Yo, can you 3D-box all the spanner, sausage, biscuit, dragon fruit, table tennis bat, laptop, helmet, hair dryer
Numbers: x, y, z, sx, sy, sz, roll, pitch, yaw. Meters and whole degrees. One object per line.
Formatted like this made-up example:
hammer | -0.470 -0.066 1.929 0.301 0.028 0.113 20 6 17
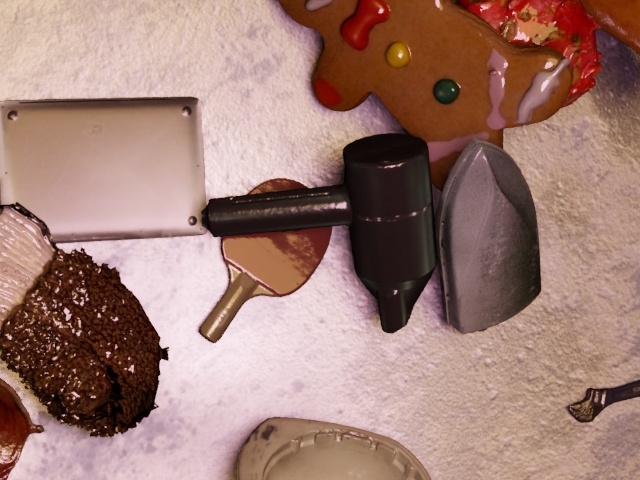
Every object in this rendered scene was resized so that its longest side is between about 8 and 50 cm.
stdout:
spanner | 0.448 0.218 1.982 0.208 0.012 0.046 -13 91 -16
sausage | 0.429 -0.312 1.909 0.270 0.109 0.109 39 75 25
biscuit | 0.094 -0.256 1.790 0.432 0.064 0.283 44 122 5
dragon fruit | 0.255 -0.282 1.865 0.268 0.205 0.210 35 82 -2
table tennis bat | -0.082 0.030 1.846 0.138 0.022 0.246 38 76 -11
laptop | -0.282 -0.092 1.799 0.269 0.015 0.188 -3 88 -15
helmet | 0.010 0.349 1.794 0.257 0.137 0.204 16 45 2
hair dryer | 0.000 0.000 1.810 0.302 0.116 0.244 -4 113 2

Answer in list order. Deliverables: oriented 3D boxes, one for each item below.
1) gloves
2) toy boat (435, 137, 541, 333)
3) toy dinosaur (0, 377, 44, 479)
gloves | -0.316 0.111 1.709 0.312 0.135 0.210 35 51 -17
toy boat | 0.214 -0.010 1.806 0.141 0.092 0.320 -27 137 -15
toy dinosaur | -0.426 0.343 1.686 0.206 0.113 0.327 36 80 -11
